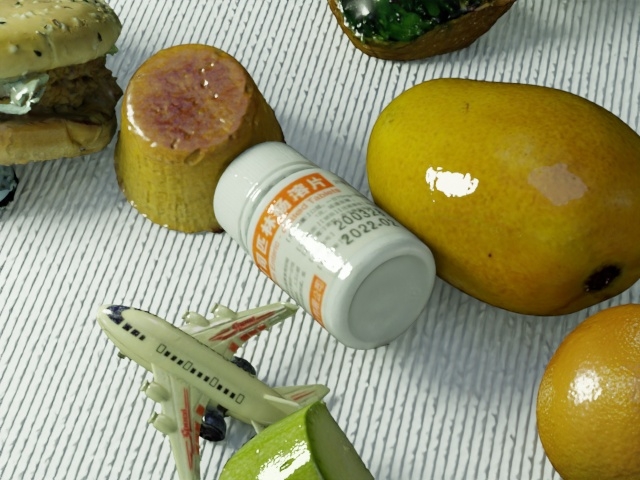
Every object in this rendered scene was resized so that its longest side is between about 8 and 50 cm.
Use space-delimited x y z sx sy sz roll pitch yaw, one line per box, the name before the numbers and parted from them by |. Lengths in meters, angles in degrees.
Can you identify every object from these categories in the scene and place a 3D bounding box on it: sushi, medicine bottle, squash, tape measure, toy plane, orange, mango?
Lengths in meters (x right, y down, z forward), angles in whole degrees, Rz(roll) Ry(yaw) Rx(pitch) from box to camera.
sushi | 0.101 -0.307 1.713 0.287 0.140 0.149 21 49 19
medicine bottle | 0.000 0.000 1.457 0.144 0.144 0.252 -29 45 -19
squash | -0.019 0.266 1.283 0.184 0.085 0.192 -32 76 -17
tape measure | -0.416 -0.068 1.604 0.094 0.054 0.091 -35 58 -13
toy plane | -0.122 0.141 1.394 0.256 0.104 0.242 26 59 3
orange | 0.310 0.163 1.312 0.206 0.206 0.206 -1 52 1
mango | 0.204 -0.063 1.481 0.264 0.221 0.378 -39 50 -20

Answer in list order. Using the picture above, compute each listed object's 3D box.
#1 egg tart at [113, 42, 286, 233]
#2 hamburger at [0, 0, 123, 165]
egg tart | -0.148 -0.124 1.566 0.215 0.171 0.215 -1 69 2
hamburger | -0.378 -0.207 1.588 0.277 0.195 0.318 6 24 9
